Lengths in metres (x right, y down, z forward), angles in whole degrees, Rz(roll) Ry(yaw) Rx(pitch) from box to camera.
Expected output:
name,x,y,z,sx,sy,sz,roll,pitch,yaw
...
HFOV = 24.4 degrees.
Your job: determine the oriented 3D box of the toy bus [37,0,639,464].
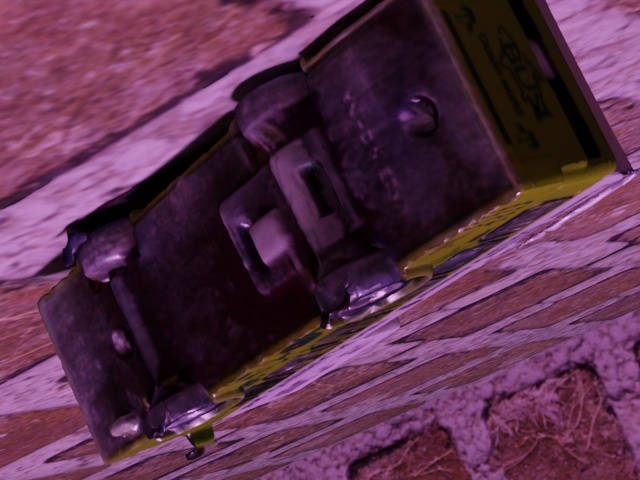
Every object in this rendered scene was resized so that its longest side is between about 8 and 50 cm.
name,x,y,z,sx,sy,sz,roll,pitch,yaw
toy bus,0.000,0.000,0.662,0.139,0.113,0.302,-15,165,-44
